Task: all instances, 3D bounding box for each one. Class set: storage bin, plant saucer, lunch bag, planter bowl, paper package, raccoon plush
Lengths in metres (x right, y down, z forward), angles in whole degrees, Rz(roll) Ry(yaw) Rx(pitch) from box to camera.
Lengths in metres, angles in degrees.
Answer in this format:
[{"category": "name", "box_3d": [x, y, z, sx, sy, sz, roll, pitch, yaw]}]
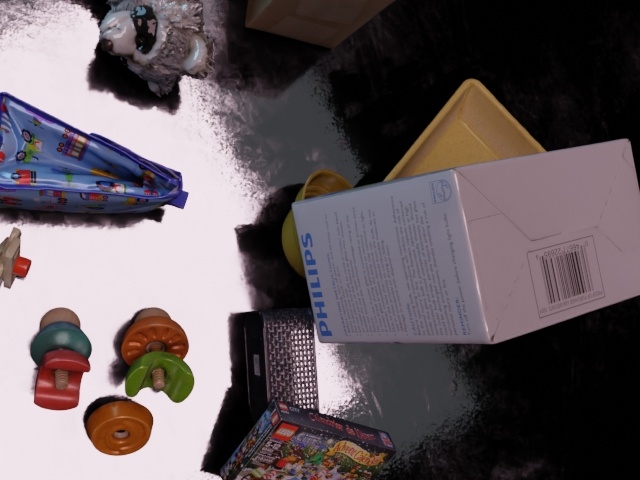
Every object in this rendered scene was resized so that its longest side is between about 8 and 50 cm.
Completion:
[{"category": "storage bin", "box_3d": [-0.064, 0.199, 1.468, 0.084, 0.122, 0.180, -4, 87, -19]}, {"category": "plant saucer", "box_3d": [0.266, -0.056, 1.624, 0.333, 0.081, 0.332, 43, 75, -13]}, {"category": "lunch bag", "box_3d": [-0.337, -0.090, 1.346, 0.293, 0.221, 0.138, 15, 81, -17]}, {"category": "planter bowl", "box_3d": [0.000, 0.000, 1.504, 0.217, 0.090, 0.217, 34, 47, -46]}, {"category": "paper package", "box_3d": [0.017, -0.494, 1.448, 0.168, 0.325, 0.309, 10, 83, -18]}, {"category": "raccoon plush", "box_3d": [-0.185, -0.438, 1.449, 0.446, 0.216, 0.299, -37, 105, -18]}]

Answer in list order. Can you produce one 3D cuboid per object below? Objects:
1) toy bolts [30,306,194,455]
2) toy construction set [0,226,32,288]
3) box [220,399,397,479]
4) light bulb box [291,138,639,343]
[{"category": "toy bolts", "box_3d": [-0.332, 0.193, 1.399, 0.229, 0.158, 0.218, 16, 121, -27]}, {"category": "toy construction set", "box_3d": [-0.568, -0.001, 1.278, 0.328, 0.215, 0.151, 11, 41, -18]}, {"category": "box", "box_3d": [-0.017, 0.344, 1.439, 0.233, 0.044, 0.159, 22, 114, -32]}, {"category": "light bulb box", "box_3d": [0.213, 0.005, 1.329, 0.358, 0.361, 0.225, -11, 91, -35]}]
